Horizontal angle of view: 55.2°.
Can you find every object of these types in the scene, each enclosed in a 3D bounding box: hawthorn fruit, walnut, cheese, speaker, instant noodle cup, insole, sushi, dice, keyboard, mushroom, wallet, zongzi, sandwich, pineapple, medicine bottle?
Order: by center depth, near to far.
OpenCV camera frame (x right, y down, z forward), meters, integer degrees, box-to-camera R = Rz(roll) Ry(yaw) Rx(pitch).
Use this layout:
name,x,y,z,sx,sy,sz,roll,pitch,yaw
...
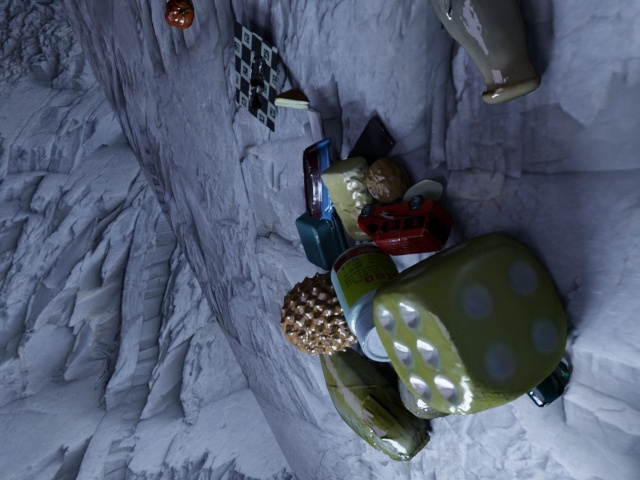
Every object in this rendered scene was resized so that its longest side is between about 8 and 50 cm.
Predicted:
name,x,y,z,sx,sy,sz,roll,pitch,yaw
mushroom,0.214,-0.301,0.822,0.108,0.096,0.247,-30,91,41
dice,0.248,0.138,1.039,0.238,0.233,0.227,62,156,-1
speaker,0.399,0.241,1.081,0.094,0.060,0.075,-49,66,27
insole,0.185,-0.068,1.185,0.063,0.010,0.192,17,152,-3
walnut,0.133,-0.115,1.204,0.096,0.082,0.079,60,-176,2
medicine bottle,0.111,0.121,1.238,0.225,0.139,0.139,-111,10,-51
keyboard,0.100,-0.181,1.278,0.074,0.015,0.196,54,156,10
cheese,0.078,-0.088,1.297,0.123,0.094,0.167,21,140,63
wallet,-0.009,-0.261,1.415,0.044,0.011,0.083,31,141,50
sandwich,-0.063,-0.330,1.420,0.031,0.083,0.044,94,-174,-58
sushi,-0.139,-0.400,1.482,0.192,0.050,0.215,43,142,37
pineapple,0.065,0.146,1.489,0.357,0.223,0.223,-37,81,48
instant noodle cup,0.000,0.000,1.606,0.157,0.070,0.179,23,136,58
zongzi,0.126,0.395,1.634,0.323,0.160,0.360,20,139,52
hawthorn fruit,-0.399,-0.638,1.721,0.093,0.093,0.093,45,151,34

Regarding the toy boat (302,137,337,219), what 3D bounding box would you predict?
name,x,y,z,sx,sy,sz,roll,pitch,yaw
toy boat,0.013,-0.140,1.396,0.223,0.097,0.100,88,160,-47

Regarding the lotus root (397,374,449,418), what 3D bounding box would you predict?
name,x,y,z,sx,sy,sz,roll,pitch,yaw
lotus root,0.247,0.234,1.247,0.140,0.158,0.322,38,138,39

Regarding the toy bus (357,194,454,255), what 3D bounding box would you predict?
name,x,y,z,sx,sy,sz,roll,pitch,yaw
toy bus,0.152,-0.022,1.171,0.195,0.089,0.081,-7,144,46
